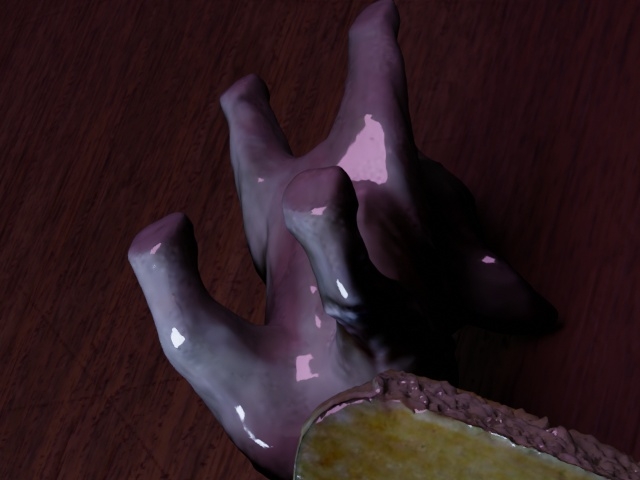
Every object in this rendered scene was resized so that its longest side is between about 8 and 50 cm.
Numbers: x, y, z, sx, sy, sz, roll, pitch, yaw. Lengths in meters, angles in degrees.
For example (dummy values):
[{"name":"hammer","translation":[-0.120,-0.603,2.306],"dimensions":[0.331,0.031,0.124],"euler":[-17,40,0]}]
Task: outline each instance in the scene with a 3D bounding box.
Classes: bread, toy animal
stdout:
[{"name":"bread","translation":[0.105,0.191,0.870],"dimensions":[0.056,0.286,0.207],"euler":[-48,-18,-74]},{"name":"toy animal","translation":[0.036,0.045,1.149],"dimensions":[0.194,0.302,0.344],"euler":[-22,22,25]}]
